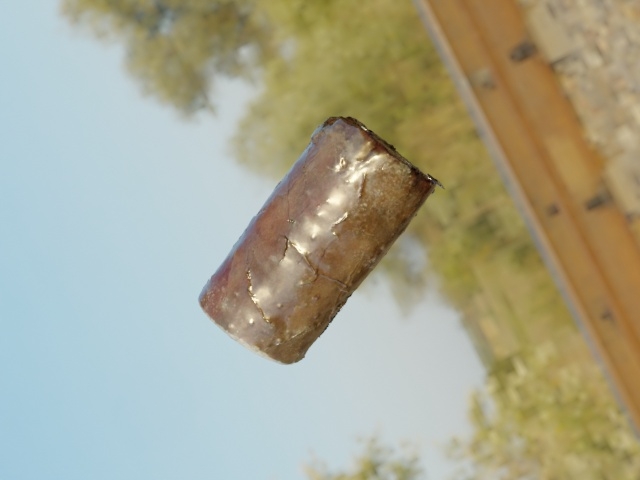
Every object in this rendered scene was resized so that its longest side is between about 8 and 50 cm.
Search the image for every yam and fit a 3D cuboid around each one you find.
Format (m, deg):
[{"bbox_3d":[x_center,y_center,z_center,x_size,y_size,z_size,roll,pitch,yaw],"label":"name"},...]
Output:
[{"bbox_3d":[-0.001,-0.001,1.119,0.079,0.141,0.079,35,-170,-7],"label":"yam"}]
